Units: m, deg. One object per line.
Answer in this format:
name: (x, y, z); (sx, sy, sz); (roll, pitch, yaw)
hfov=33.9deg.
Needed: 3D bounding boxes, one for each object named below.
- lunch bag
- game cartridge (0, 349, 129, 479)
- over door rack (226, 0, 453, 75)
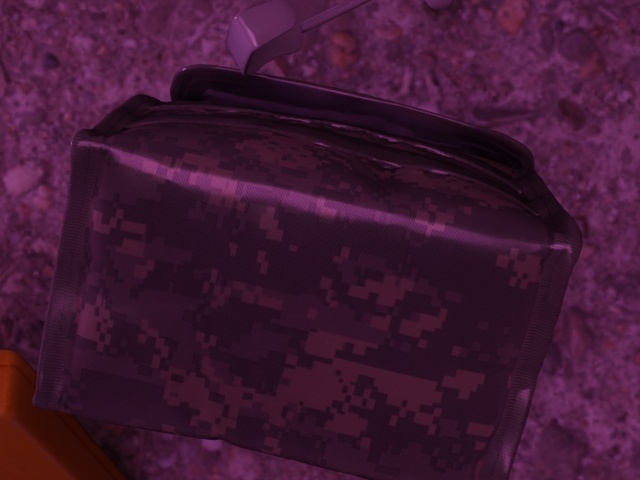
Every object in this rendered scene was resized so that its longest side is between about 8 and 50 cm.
lunch bag: (0.000, 0.000, 0.603); (0.235, 0.287, 0.169); (13, 106, 0)
game cartridge: (-0.297, 0.144, 0.628); (0.323, 0.285, 0.053); (-8, 59, 2)
over door rack: (0.011, -0.254, 0.652); (0.324, 0.108, 0.239); (-29, 87, -31)
